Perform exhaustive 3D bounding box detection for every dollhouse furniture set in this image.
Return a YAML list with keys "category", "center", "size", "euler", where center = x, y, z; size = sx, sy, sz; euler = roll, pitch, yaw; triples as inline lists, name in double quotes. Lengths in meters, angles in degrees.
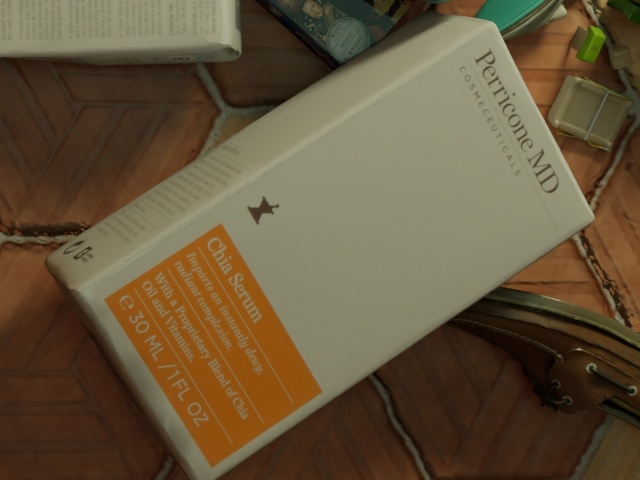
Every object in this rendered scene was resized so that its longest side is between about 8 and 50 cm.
- category: "dollhouse furniture set"
  center: [0.287, -0.175, 1.772]
  size: [0.076, 0.058, 0.151]
  euler: [19, 105, -18]

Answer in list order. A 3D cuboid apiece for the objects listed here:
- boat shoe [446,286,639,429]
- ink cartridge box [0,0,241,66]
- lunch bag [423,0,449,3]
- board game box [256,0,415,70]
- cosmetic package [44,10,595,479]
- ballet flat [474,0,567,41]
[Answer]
- category: "boat shoe"
  center: [0.256, 0.124, 1.719]
  size: [0.307, 0.111, 0.104]
  euler: [18, 85, -11]
- category: "ink cartridge box"
  center: [-0.269, -0.320, 1.637]
  size: [0.385, 0.091, 0.308]
  euler: [-1, 88, 6]
- category: "lunch bag"
  center: [0.110, -0.387, 1.648]
  size: [0.224, 0.108, 0.279]
  euler: [32, 83, -7]
- category: "board game box"
  center: [0.043, -0.305, 1.710]
  size: [0.165, 0.042, 0.243]
  euler: [41, 82, -9]
- category: "cosmetic package"
  center: [0.000, 0.000, 1.622]
  size: [0.453, 0.161, 0.230]
  euler: [-34, 109, -10]
- category: "ballet flat"
  center: [0.239, -0.260, 1.742]
  size: [0.213, 0.072, 0.068]
  euler: [-49, 129, -5]
